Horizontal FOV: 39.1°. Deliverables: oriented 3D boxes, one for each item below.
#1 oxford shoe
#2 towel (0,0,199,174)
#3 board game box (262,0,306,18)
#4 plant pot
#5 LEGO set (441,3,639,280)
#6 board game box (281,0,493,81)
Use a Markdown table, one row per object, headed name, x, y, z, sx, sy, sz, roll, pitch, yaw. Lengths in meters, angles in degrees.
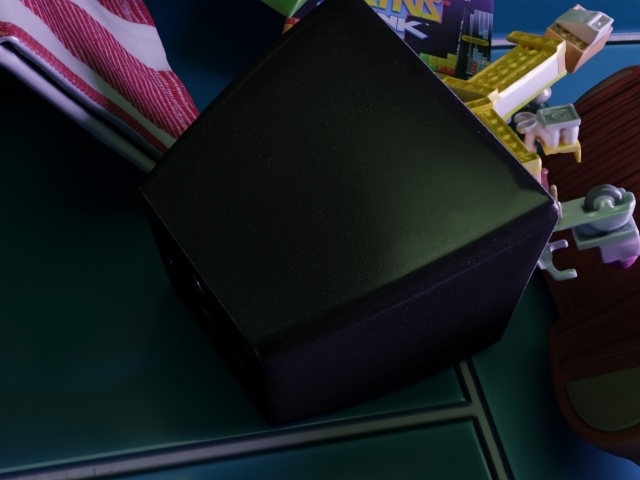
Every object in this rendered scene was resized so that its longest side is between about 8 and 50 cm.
| name | x | y | z | sx | sy | sz | roll | pitch | yaw |
| --- | --- | --- | --- | --- | --- | --- | --- | --- | --- |
| oxford shoe | 0.230 | 0.016 | 0.637 | 0.130 | 0.123 | 0.348 | 34 | 46 | -24 |
| towel | -0.178 | -0.193 | 0.611 | 0.037 | 0.237 | 0.329 | -32 | 62 | 10 |
| board game box | -0.052 | -0.307 | 0.737 | 0.214 | 0.046 | 0.317 | 31 | 38 | -1 |
| plant pot | 0.000 | 0.000 | 0.543 | 0.167 | 0.187 | 0.188 | -31 | 67 | -16 |
| LEGO set | 0.149 | -0.061 | 0.647 | 0.132 | 0.107 | 0.287 | -3 | 37 | 15 |
| board game box | 0.055 | -0.172 | 0.747 | 0.170 | 0.048 | 0.141 | 12 | 55 | -4 |
